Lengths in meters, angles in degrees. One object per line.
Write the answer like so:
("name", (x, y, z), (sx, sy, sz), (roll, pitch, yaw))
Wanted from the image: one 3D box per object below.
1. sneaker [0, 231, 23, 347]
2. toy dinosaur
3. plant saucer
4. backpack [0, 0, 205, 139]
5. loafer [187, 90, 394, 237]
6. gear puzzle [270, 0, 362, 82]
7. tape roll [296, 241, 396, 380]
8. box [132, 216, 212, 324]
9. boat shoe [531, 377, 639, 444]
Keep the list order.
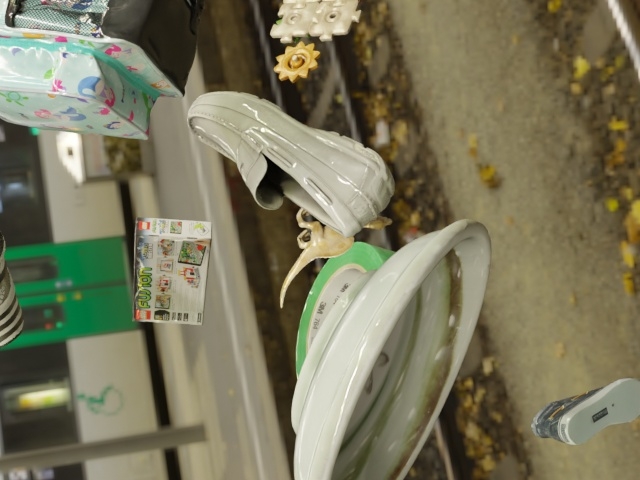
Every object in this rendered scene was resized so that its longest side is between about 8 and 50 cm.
("sneaker", (-0.613, 0.034, 1.742), (0.447, 0.169, 0.257), (29, 144, 31))
("toy dinosaur", (0.000, 0.000, 1.493), (0.092, 0.183, 0.053), (48, 170, 47))
("plant saucer", (0.063, 0.147, 1.309), (0.100, 0.400, 0.400), (24, 134, 21))
("backpack", (-0.270, -0.211, 1.181), (0.225, 0.253, 0.191), (46, -120, -77))
("loafer", (-0.057, -0.098, 1.444), (0.319, 0.111, 0.112), (25, 158, 35))
("gear puzzle", (0.008, -0.411, 2.086), (0.044, 0.175, 0.339), (56, -136, -48))
("tape roll", (0.065, 0.166, 2.113), (0.321, 0.077, 0.321), (-39, 43, 48))
("box", (-0.229, 0.050, 1.780), (0.207, 0.114, 0.036), (102, 169, -47))
("boat shoe", (0.401, 0.249, 1.732), (0.083, 0.183, 0.065), (-2, 103, 57))
